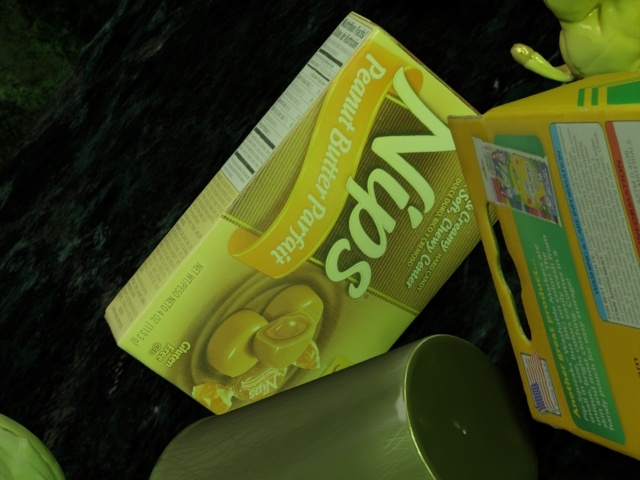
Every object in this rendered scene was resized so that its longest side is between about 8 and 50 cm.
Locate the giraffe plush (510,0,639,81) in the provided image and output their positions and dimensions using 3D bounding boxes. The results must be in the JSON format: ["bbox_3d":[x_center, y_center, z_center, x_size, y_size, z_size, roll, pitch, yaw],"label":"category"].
[{"bbox_3d":[0.251,-0.195,1.231,0.170,0.181,0.210,-53,-16,-32],"label":"giraffe plush"}]

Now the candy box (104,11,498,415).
[{"bbox_3d":[0.000,0.000,1.341,0.316,0.183,0.087,-51,22,3],"label":"candy box"}]

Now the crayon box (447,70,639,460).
[{"bbox_3d":[0.186,0.015,0.887,0.083,0.203,0.323,-19,9,-16],"label":"crayon box"}]

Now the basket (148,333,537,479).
[{"bbox_3d":[0.016,0.161,1.111,0.227,0.154,0.204,-30,23,35],"label":"basket"}]

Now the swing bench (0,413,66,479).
[{"bbox_3d":[-0.324,0.334,1.499,0.255,0.165,0.253,-39,24,17],"label":"swing bench"}]

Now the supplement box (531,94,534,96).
[{"bbox_3d":[0.178,-0.070,1.272,0.043,0.055,0.083,-49,22,6],"label":"supplement box"}]
